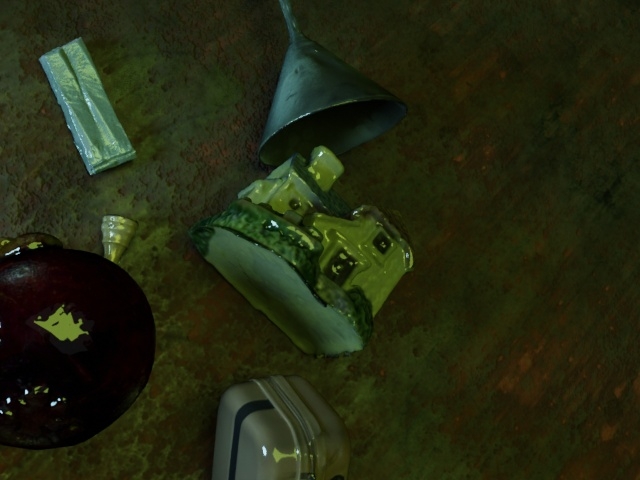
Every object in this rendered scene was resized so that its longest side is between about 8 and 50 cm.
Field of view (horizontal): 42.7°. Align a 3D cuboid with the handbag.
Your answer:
[{"bbox_3d":[-0.078,0.340,1.220,0.149,0.283,0.301,-6,118,-23],"label":"handbag"}]

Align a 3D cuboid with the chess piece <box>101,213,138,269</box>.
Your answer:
[{"bbox_3d":[-0.333,0.047,1.291,0.060,0.060,0.172,15,74,-19],"label":"chess piece"}]

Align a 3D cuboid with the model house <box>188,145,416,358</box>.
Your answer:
[{"bbox_3d":[0.000,0.000,1.331,0.321,0.261,0.266,46,62,-13],"label":"model house"}]

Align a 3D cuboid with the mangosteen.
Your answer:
[{"bbox_3d":[-0.376,0.141,1.137,0.297,0.293,0.297,-3,107,-9],"label":"mangosteen"}]

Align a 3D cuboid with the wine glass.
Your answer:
[{"bbox_3d":[-0.045,-0.357,1.405,0.267,0.267,0.406,-15,79,-25],"label":"wine glass"}]

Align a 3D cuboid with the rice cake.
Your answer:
[{"bbox_3d":[-0.383,-0.221,1.341,0.085,0.040,0.226,-24,88,-25],"label":"rice cake"}]
